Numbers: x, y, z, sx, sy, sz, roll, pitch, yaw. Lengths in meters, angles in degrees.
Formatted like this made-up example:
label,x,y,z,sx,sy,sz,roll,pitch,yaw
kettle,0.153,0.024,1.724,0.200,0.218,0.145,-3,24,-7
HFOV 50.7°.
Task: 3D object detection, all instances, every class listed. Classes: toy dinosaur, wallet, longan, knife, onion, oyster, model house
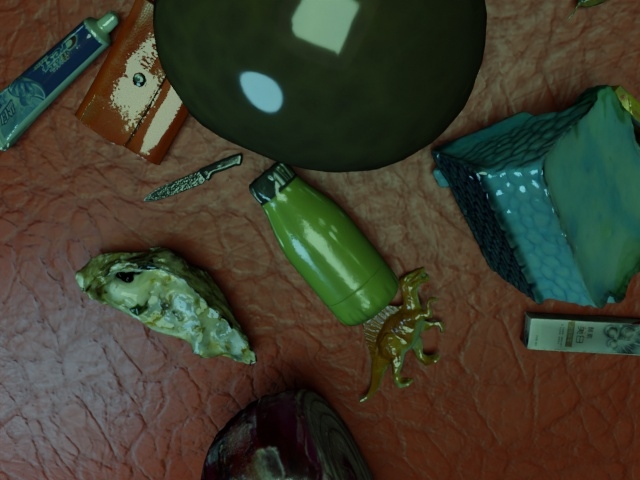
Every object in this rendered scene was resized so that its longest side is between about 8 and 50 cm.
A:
label,x,y,z,sx,sy,sz,roll,pitch,yaw
toy dinosaur,0.111,0.155,1.061,0.212,0.057,0.142,-35,89,8
wallet,-0.247,-0.229,0.976,0.142,0.045,0.204,32,103,-7
longan,-0.002,-0.254,0.819,0.404,0.336,0.405,7,142,6
knife,-0.194,-0.093,1.028,0.170,0.010,0.023,-22,97,9
onion,-0.056,0.396,1.023,0.260,0.282,0.337,-27,115,11
oyster,-0.223,0.102,1.050,0.294,0.094,0.166,42,120,-18
model house,0.305,-0.052,0.959,0.226,0.241,0.261,-45,117,-32

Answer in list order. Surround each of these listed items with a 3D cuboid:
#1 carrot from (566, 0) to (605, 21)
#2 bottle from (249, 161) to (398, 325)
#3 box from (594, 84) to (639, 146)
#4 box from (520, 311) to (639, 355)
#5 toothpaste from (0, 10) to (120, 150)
label,x,y,z,sx,sy,sz,roll,pitch,yaw
carrot,0.454,-0.397,0.905,0.298,0.078,0.078,-35,101,14
bottle,0.000,0.000,0.994,0.112,0.112,0.260,-38,100,10
box,0.450,-0.159,0.952,0.155,0.087,0.023,41,101,-8
box,0.428,0.146,1.056,0.218,0.039,0.055,2,103,1
toothpaste,-0.392,-0.240,0.980,0.268,0.047,0.069,-37,113,14
